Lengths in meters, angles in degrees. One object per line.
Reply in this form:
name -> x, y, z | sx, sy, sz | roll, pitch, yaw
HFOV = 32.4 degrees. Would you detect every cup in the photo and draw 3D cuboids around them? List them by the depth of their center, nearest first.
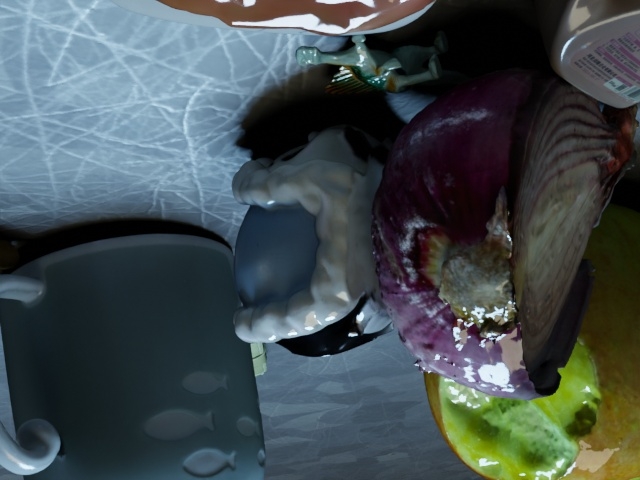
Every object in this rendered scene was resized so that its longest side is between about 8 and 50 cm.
cup -> -0.220, 0.158, 1.121 | 0.259, 0.274, 0.357 | -24, 159, 28

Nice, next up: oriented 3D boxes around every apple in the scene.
apple -> 0.278, 0.119, 1.221 | 0.340, 0.339, 0.339 | -8, 157, -3

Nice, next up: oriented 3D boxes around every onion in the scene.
onion -> 0.154, -0.033, 0.946 | 0.159, 0.267, 0.349 | 9, -153, 27

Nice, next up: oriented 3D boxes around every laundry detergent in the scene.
laundry detergent -> 0.272, -0.189, 0.790 | 0.237, 0.076, 0.171 | -28, 150, 36

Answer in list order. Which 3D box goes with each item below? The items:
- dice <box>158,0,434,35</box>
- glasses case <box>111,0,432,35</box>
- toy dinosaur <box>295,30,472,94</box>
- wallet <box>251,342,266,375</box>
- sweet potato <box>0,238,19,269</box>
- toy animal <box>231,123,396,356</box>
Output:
dice -> -0.013, -0.204, 0.482 | 0.175, 0.179, 0.174 | 1, 145, -6
glasses case -> -0.029, -0.178, 0.724 | 0.234, 0.059, 0.092 | 0, 154, -23
toy dinosaur -> 0.054, -0.134, 0.890 | 0.106, 0.044, 0.187 | -13, 175, 21
wallet -> -0.127, 0.156, 1.485 | 0.110, 0.039, 0.155 | -7, 158, -2
sweet potato -> -0.437, 0.006, 0.989 | 0.346, 0.079, 0.108 | 2, -177, -28
toy animal -> 0.000, 0.000, 0.990 | 0.156, 0.204, 0.208 | -3, 180, 25
